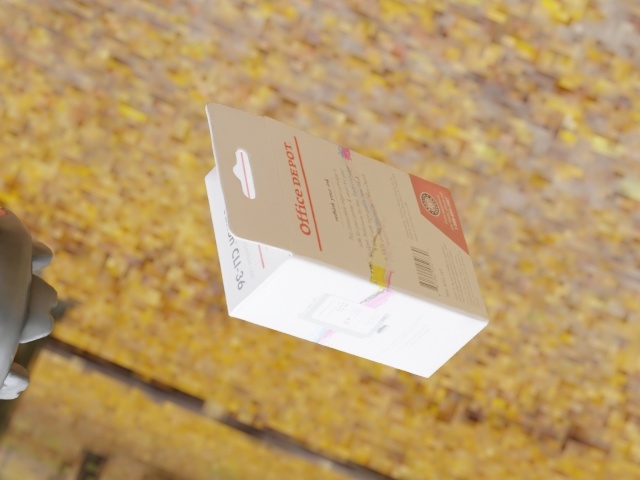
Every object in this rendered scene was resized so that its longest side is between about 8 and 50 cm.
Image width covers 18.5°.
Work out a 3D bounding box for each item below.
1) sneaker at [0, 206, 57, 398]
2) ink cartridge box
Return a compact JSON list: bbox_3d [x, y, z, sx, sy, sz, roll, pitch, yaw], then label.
[{"bbox_3d":[-0.223,0.014,0.777,0.276,0.097,0.135,6,170,43],"label":"sneaker"},{"bbox_3d":[0.000,0.000,1.213,0.198,0.115,0.067,20,130,-34],"label":"ink cartridge box"}]
